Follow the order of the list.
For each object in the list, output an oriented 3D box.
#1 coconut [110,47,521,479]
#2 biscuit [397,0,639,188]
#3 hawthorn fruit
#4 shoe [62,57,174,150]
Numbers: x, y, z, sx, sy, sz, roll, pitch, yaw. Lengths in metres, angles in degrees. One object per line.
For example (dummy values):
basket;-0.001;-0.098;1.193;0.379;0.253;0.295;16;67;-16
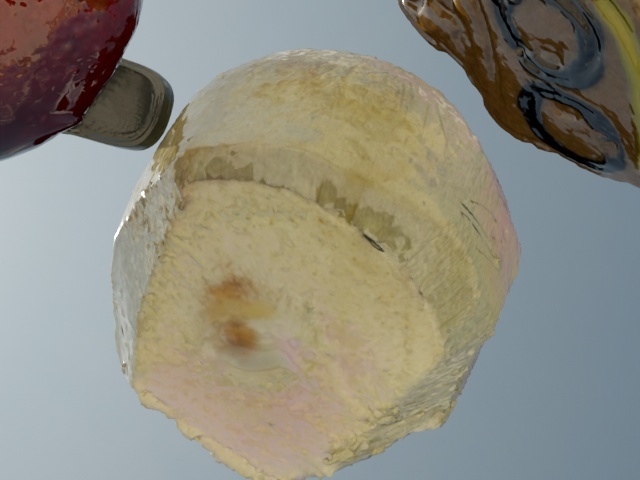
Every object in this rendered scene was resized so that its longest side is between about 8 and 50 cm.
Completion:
coconut;0.000;0.000;1.196;0.404;0.404;0.405;-4;-107;12
biscuit;0.149;-0.117;0.754;0.290;0.208;0.041;29;-113;40
hawthorn fruit;-0.258;-0.143;0.857;0.230;0.210;0.266;42;-74;40
shoe;-0.264;-0.160;1.217;0.241;0.093;0.108;17;-93;26
